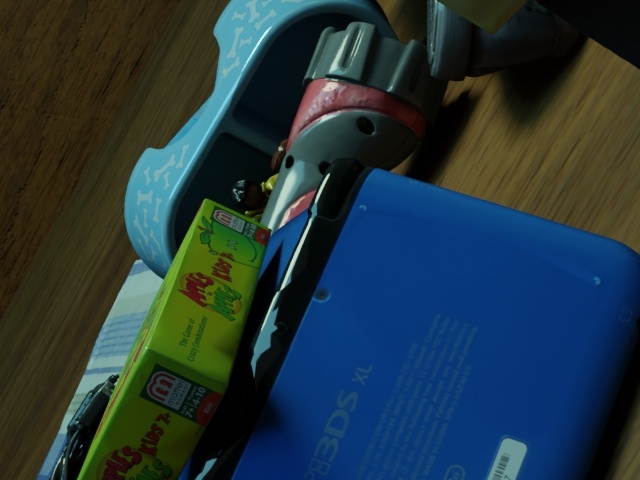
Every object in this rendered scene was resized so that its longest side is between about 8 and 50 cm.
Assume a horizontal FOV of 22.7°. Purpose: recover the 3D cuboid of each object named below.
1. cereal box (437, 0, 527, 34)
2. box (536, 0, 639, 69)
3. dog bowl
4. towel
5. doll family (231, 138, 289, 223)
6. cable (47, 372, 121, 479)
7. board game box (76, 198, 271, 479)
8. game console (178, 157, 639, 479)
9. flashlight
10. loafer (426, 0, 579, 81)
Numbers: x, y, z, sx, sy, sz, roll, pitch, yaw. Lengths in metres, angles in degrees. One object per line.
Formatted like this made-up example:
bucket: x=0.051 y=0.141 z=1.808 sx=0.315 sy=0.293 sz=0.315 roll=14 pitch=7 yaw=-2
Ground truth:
cereal box: x=0.133 y=-0.236 z=0.789 sx=0.173 sy=0.047 sz=0.240 roll=-45 pitch=22 yaw=45
box: x=0.189 y=-0.194 z=0.837 sx=0.153 sy=0.108 sz=0.207 roll=-54 pitch=16 yaw=25
dog bowl: x=-0.038 y=-0.077 z=1.299 sx=0.297 sy=0.166 sz=0.074 roll=-59 pitch=27 yaw=8
towel: x=-0.218 y=0.142 z=1.733 sx=0.209 sy=0.034 sz=0.285 roll=-17 pitch=48 yaw=66
doll family: x=-0.037 y=0.008 z=1.211 sx=0.193 sy=0.111 sz=0.076 roll=-67 pitch=16 yaw=-18
cable: x=-0.216 y=0.218 z=1.541 sx=0.184 sy=0.047 sz=0.150 roll=-56 pitch=28 yaw=-1
board game box: x=-0.072 y=0.057 z=0.817 sx=0.092 sy=0.043 sz=0.181 roll=-61 pitch=7 yaw=23
game console: x=0.009 y=0.127 z=0.806 sx=0.293 sy=0.250 sz=0.173 roll=-66 pitch=-20 yaw=-16
flashlight: x=0.000 y=0.000 z=1.134 sx=0.103 sy=0.103 sz=0.304 roll=129 pitch=160 yaw=-76
loafer: x=0.123 y=-0.184 z=1.125 sx=0.302 sy=0.095 sz=0.109 roll=-82 pitch=-6 yaw=-63
